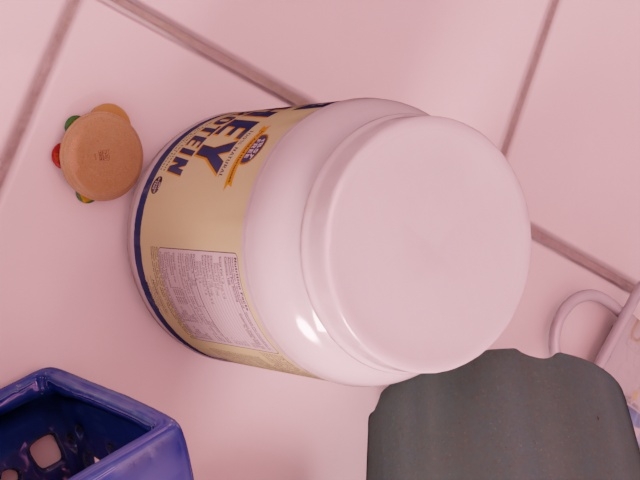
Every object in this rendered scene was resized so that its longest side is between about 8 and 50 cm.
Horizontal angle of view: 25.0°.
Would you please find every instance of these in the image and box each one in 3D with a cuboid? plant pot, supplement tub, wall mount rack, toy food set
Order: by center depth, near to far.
[{"bbox_3d":[-0.229,0.261,1.162,0.236,0.236,0.212,-30,114,-29],"label":"plant pot"},{"bbox_3d":[0.000,0.000,1.236,0.235,0.325,0.235,-1,91,-33],"label":"supplement tub"},{"bbox_3d":[-0.197,-0.076,1.289,0.082,0.020,0.083,-29,107,-28],"label":"toy food set"},{"bbox_3d":[0.177,0.300,1.323,0.341,0.341,0.334,21,50,-31],"label":"plant pot"},{"bbox_3d":[0.382,0.220,1.600,0.350,0.130,0.304,39,72,-26],"label":"wall mount rack"}]
